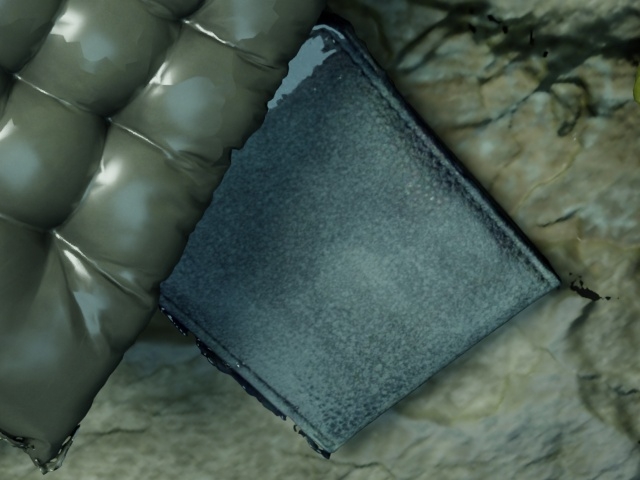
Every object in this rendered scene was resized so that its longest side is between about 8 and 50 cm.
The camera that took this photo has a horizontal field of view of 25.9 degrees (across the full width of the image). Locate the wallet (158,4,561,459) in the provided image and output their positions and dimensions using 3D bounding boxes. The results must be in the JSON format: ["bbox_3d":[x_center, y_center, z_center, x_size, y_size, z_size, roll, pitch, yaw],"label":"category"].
[{"bbox_3d":[0.000,-0.001,0.696,0.167,0.036,0.222,-39,122,11],"label":"wallet"}]

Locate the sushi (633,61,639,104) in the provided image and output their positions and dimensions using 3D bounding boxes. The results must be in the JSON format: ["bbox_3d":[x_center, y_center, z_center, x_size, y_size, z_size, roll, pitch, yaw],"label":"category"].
[{"bbox_3d":[0.249,-0.142,0.607,0.131,0.139,0.291,22,112,-31],"label":"sushi"}]

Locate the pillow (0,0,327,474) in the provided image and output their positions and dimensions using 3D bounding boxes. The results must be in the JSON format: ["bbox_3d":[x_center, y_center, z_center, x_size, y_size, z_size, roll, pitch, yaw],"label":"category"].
[{"bbox_3d":[-0.126,-0.092,0.549,0.228,0.101,0.326,29,99,-27],"label":"pillow"}]
